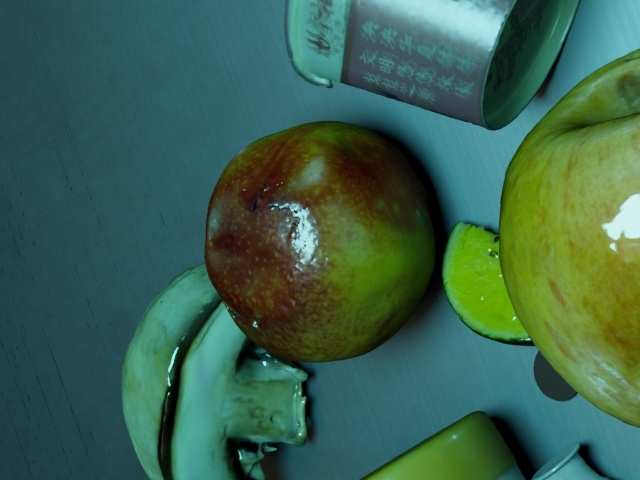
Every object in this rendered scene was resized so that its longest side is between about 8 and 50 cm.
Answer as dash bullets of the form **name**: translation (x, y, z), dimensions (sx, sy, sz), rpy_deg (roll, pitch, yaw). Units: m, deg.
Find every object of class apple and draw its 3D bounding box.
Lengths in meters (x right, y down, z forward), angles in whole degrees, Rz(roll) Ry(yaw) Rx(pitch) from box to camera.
- **apple**: translation (0.283, -0.002, 1.088), dimensions (0.299, 0.299, 0.275), rpy_deg (-20, 105, 43)

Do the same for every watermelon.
- **watermelon**: translation (0.173, 0.054, 1.321), dimensions (0.181, 0.075, 0.092), rpy_deg (24, 130, 41)

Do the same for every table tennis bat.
- **table tennis bat**: translation (0.223, 0.112, 1.358), dimensions (0.050, 0.007, 0.083), rpy_deg (24, 120, 34)

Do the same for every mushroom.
- **mushroom**: translation (-0.130, 0.147, 1.555), dimensions (0.164, 0.190, 0.267), rpy_deg (25, 122, 49)

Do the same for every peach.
- **peach**: translation (0.000, 0.000, 1.371), dimensions (0.231, 0.231, 0.231), rpy_deg (14, 113, 37)

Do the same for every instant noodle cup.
- **instant noodle cup**: translation (0.105, -0.209, 1.226), dimensions (0.178, 0.235, 0.234), rpy_deg (27, 121, 20)

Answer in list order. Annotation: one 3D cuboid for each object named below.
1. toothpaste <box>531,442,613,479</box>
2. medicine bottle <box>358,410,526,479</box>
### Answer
- **toothpaste**: translation (0.296, 0.308, 1.336), dimensions (0.266, 0.061, 0.096), rpy_deg (53, 130, 5)
- **medicine bottle**: translation (0.111, 0.315, 1.363), dimensions (0.238, 0.238, 0.232), rpy_deg (-38, 78, 41)
